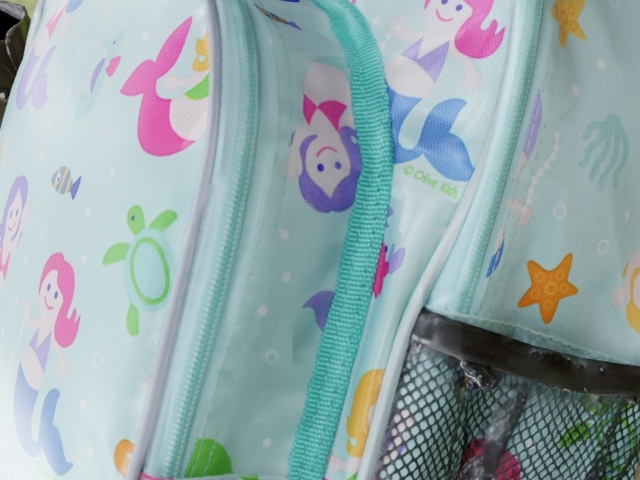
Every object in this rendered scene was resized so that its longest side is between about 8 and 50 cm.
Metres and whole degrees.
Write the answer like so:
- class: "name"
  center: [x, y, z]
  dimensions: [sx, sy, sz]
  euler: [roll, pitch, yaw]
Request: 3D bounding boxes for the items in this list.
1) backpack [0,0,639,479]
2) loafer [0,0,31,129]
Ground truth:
- class: "backpack"
  center: [0.000, 0.000, 0.413]
  dimensions: [0.225, 0.191, 0.253]
  euler: [29, 96, 57]
- class: "loafer"
  center: [-0.168, -0.085, 0.705]
  dimensions: [0.080, 0.078, 0.220]
  euler: [33, -179, 42]
